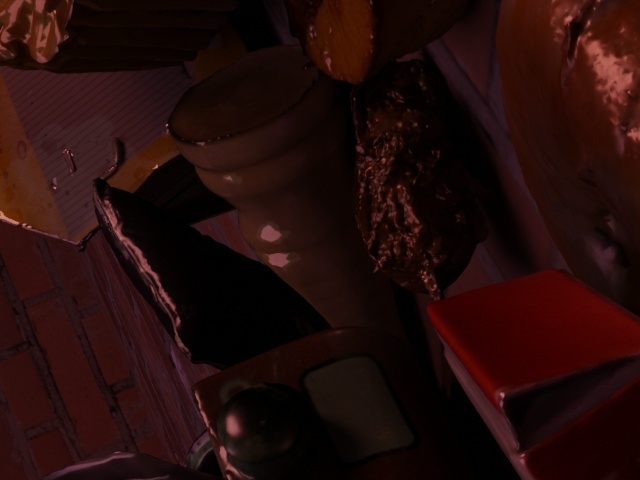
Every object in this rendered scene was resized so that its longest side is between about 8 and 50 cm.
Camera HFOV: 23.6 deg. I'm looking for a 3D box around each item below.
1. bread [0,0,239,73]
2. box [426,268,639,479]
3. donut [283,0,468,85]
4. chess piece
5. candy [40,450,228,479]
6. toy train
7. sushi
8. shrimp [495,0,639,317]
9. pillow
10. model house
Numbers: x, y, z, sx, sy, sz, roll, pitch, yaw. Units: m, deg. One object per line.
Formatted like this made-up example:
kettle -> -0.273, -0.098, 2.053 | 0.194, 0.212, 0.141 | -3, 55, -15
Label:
bread -> -0.144, -0.208, 0.855 | 0.250, 0.133, 0.179 | 52, 130, 23
box -> 0.114, 0.111, 0.418 | 0.229, 0.050, 0.123 | 56, 179, -9
donut -> 0.010, -0.134, 0.592 | 0.140, 0.059, 0.140 | 159, 90, -77
chess piece -> 0.000, 0.000, 0.828 | 0.200, 0.090, 0.090 | 63, 171, -29
candy -> -0.011, 0.248, 0.652 | 0.427, 0.386, 0.186 | 100, -177, -50
toy train -> 0.022, 0.176, 0.827 | 0.326, 0.159, 0.129 | 77, 168, -47
sushi -> 0.038, -0.024, 0.646 | 0.060, 0.061, 0.118 | 69, 176, -70
shrimp -> 0.119, 0.029, 0.398 | 0.287, 0.063, 0.152 | -121, 14, -45
pillow -> -0.044, 0.043, 0.907 | 0.208, 0.055, 0.141 | 28, -160, -52
model house -> -0.115, -0.108, 0.996 | 0.136, 0.207, 0.219 | 16, -138, -58
